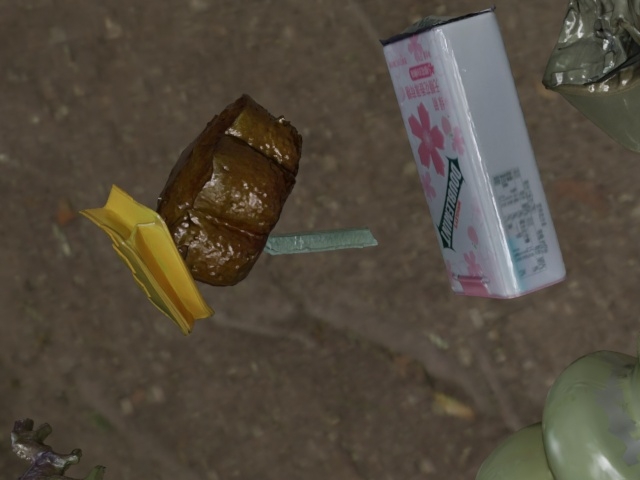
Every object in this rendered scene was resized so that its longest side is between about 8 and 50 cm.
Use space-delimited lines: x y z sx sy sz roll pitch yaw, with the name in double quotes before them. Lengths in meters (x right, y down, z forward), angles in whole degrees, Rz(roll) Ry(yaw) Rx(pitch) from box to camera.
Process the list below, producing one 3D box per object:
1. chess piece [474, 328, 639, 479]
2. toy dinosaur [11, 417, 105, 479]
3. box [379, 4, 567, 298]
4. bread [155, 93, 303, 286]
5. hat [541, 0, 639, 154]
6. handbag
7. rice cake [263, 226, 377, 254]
"chess piece" 0.212 0.114 0.820 0.182 0.182 0.330 53 127 21
"toy dinosaur" -0.386 0.335 1.747 0.199 0.251 0.072 13 140 19
"box" 0.198 -0.114 1.755 0.190 0.112 0.370 2 109 68
"bread" -0.111 -0.056 1.575 0.135 0.247 0.232 25 114 -5
"hat" 0.417 -0.235 1.760 0.244 0.149 0.214 30 156 -9
"handbag" -0.098 0.013 0.775 0.061 0.027 0.083 31 155 46
"rice cake" 0.001 0.000 1.847 0.033 0.170 0.029 20 111 61
